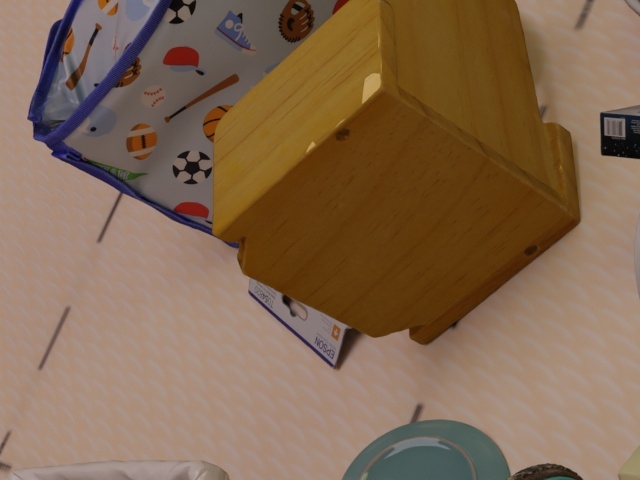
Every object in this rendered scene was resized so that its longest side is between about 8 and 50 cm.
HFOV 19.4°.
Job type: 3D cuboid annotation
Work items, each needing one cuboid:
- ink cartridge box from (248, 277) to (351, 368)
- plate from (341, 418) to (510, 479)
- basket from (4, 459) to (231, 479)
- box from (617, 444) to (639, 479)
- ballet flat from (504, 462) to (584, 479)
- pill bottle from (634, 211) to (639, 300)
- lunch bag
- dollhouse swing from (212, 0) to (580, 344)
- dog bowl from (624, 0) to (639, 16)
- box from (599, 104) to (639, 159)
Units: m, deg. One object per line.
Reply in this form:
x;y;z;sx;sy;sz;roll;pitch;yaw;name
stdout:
0.000;0.000;2.127;0.223;0.045;0.224;39;124;51;ink cartridge box
0.096;0.253;1.849;0.188;0.024;0.188;-13;50;16;plate
-0.174;0.416;1.882;0.331;0.266;0.328;-8;59;43;basket
0.394;0.181;1.452;0.243;0.117;0.213;3;31;38;box
0.114;0.430;1.673;0.182;0.164;0.482;-20;50;64;ballet flat
0.414;0.013;1.438;0.318;0.176;0.176;-1;64;33;pill bottle
-0.131;-0.218;2.220;0.239;0.328;0.385;25;87;54;lunch bag
0.055;-0.135;1.917;0.315;0.347;0.305;-40;50;20;dollhouse swing
0.427;-0.306;1.864;0.265;0.104;0.265;-26;48;33;dog bowl
0.396;-0.100;1.717;0.233;0.159;0.044;11;107;50;box
